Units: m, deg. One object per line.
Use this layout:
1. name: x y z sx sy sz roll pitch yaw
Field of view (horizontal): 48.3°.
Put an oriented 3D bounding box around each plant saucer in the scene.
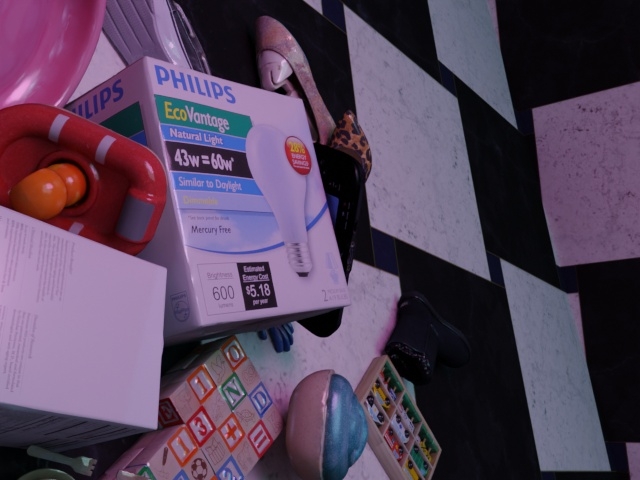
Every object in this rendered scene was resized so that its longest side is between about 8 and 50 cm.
1. plant saucer: -0.381 -0.257 0.836 0.084 0.332 0.332 26 37 9

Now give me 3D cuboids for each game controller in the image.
1. game controller: 0.000 0.000 1.213 0.067 0.166 0.319 0 108 -27

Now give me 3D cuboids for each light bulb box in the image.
1. light bulb box: -0.170 -0.039 1.077 0.357 0.225 0.361 -1 75 -56

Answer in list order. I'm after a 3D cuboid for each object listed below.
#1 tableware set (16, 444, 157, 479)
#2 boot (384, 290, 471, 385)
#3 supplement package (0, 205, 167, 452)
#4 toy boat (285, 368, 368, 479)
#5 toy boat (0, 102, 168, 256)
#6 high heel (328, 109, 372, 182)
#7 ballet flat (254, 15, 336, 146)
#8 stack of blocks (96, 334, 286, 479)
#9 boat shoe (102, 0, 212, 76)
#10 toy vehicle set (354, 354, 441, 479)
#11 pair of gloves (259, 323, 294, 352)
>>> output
1. tableware set: -0.264 0.322 0.816 0.194 0.039 0.128 25 80 -23
2. boot: 0.245 0.259 1.628 0.246 0.094 0.207 48 35 -18
3. supplement package: -0.337 0.108 0.784 0.262 0.198 0.199 27 51 -45
4. toy boat: 0.021 0.373 1.158 0.267 0.148 0.318 72 22 -74
5. toy boat: -0.302 -0.063 0.820 0.231 0.151 0.151 24 15 2
6. high heel: 0.041 -0.121 1.469 0.186 0.093 0.261 -57 152 -56
7. ballet flat: -0.063 -0.314 1.495 0.106 0.107 0.316 -46 112 -39
8. stack of blocks: -0.187 0.285 1.005 0.171 0.087 0.297 62 34 -11
9. boat shoe: -0.282 -0.358 1.209 0.119 0.121 0.335 -59 132 -59
10. toy vehicle set: 0.159 0.394 1.490 0.267 0.035 0.166 60 34 -15
11. pair of gloves: -0.067 0.112 1.329 0.198 0.023 0.159 -38 104 -56
